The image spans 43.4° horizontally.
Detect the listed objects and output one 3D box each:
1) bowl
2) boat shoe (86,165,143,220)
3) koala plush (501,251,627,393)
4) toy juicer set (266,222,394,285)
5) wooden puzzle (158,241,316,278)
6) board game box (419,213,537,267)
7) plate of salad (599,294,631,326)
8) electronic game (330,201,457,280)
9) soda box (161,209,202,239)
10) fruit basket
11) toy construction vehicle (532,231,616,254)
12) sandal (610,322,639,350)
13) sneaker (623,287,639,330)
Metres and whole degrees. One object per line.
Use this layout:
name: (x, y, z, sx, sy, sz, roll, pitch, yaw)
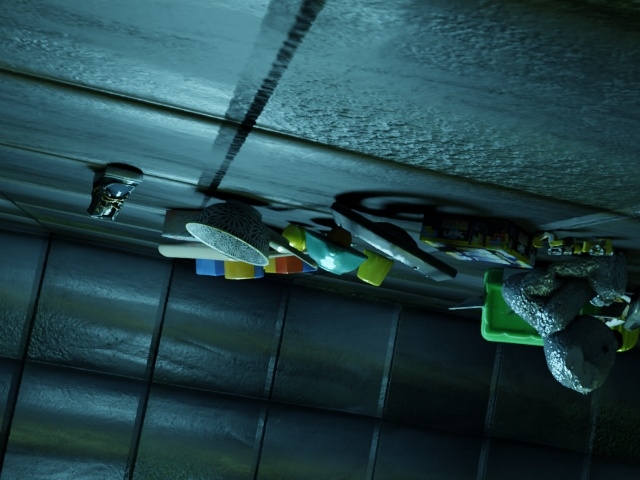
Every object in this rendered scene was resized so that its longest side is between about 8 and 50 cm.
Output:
bowl: (-0.158, -0.025, 1.500, 0.170, 0.080, 0.170, 22, 164, 7)
boat shoe: (-0.362, -0.079, 1.413, 0.065, 0.083, 0.183, 14, 172, -27)
koala plush: (0.425, 0.151, 1.360, 0.203, 0.222, 0.196, -11, 169, 11)
toy juicer set: (0.000, 0.000, 1.600, 0.209, 0.090, 0.329, 27, -174, 30)
wooden puzzle: (-0.169, 0.045, 1.938, 0.347, 0.081, 0.322, 1, -179, -37)
board game box: (0.259, 0.002, 1.303, 0.141, 0.048, 0.170, 8, 173, 31)
plate of salad: (0.649, 0.174, 1.917, 0.199, 0.048, 0.200, 5, 149, 3)
electronic game: (0.117, 0.000, 1.291, 0.229, 0.048, 0.229, 29, -178, -1)
soda box: (-0.268, -0.031, 1.757, 0.183, 0.063, 0.058, 3, 172, 45)
fruit basket: (0.472, 0.124, 1.703, 0.326, 0.166, 0.353, 3, -172, 24)
toy construction vehicle: (0.385, 0.004, 1.227, 0.085, 0.035, 0.098, 1, 180, -21)
sandal: (0.666, 0.198, 2.078, 0.317, 0.126, 0.138, 19, 177, -5)
sneaker: (0.730, 0.160, 1.737, 0.130, 0.087, 0.227, 15, 169, 15)
